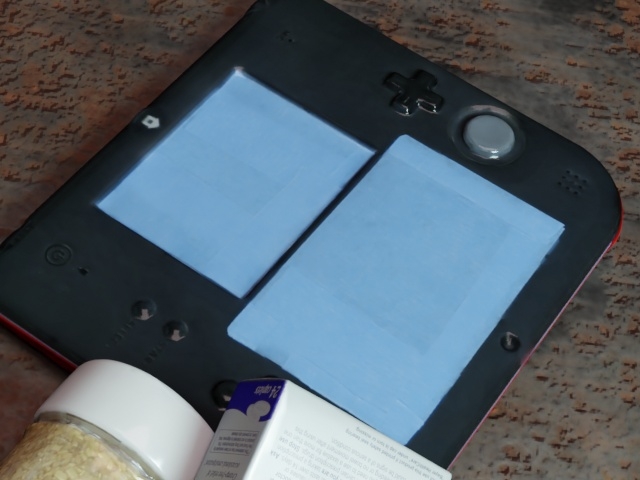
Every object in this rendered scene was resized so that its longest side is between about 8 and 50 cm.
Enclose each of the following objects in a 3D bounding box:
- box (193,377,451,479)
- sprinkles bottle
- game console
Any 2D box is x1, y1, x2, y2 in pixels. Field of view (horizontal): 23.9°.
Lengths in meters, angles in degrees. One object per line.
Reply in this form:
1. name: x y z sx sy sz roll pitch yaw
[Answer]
1. box: -0.012 0.168 0.872 0.126 0.072 0.137 32 71 -22
2. sprinkles bottle: -0.197 0.227 0.845 0.121 0.121 0.355 33 56 11
3. game console: 0.000 0.000 1.079 0.342 0.060 0.386 34 56 11
